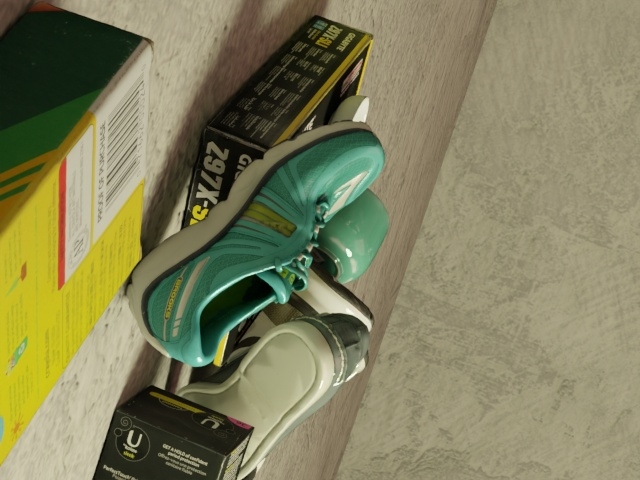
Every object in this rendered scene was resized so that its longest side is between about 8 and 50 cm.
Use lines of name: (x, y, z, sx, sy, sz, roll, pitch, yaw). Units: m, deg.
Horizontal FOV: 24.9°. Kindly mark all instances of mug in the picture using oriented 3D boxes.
mug: (0.008, 0.001, 1.824, 0.158, 0.129, 0.097, 98, 17, -54)

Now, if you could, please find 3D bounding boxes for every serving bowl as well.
serving bowl: (0.022, -0.112, 1.492, 0.083, 0.027, 0.083, 20, 90, -81)

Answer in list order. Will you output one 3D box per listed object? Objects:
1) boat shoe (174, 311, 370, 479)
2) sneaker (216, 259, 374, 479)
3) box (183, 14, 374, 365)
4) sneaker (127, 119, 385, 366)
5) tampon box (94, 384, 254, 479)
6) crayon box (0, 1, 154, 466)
boat shoe: (-0.060, 0.167, 1.523, 0.099, 0.116, 0.319, -23, 166, -44)
sneaker: (-0.076, 0.173, 1.810, 0.257, 0.169, 0.447, -48, 172, -10)
box: (-0.052, -0.059, 1.506, 0.322, 0.079, 0.257, -55, 165, -57)
sneaker: (-0.040, 0.007, 1.288, 0.275, 0.110, 0.107, -43, 141, -8)
tampon box: (-0.155, 0.247, 1.448, 0.101, 0.120, 0.161, -35, 145, -73)
crayon box: (-0.202, 0.037, 0.822, 0.202, 0.081, 0.318, 101, 13, -46)
